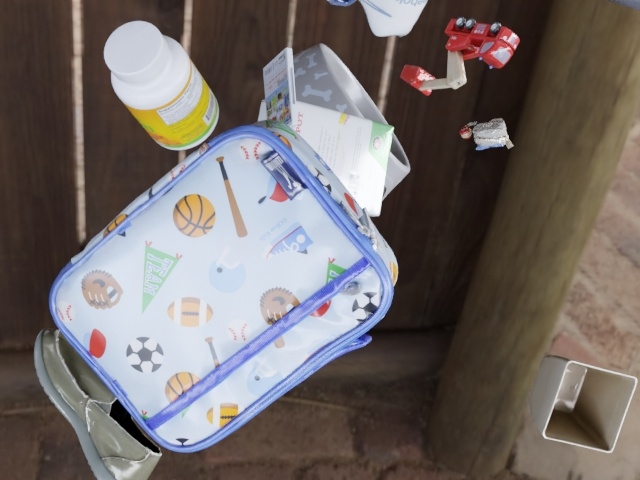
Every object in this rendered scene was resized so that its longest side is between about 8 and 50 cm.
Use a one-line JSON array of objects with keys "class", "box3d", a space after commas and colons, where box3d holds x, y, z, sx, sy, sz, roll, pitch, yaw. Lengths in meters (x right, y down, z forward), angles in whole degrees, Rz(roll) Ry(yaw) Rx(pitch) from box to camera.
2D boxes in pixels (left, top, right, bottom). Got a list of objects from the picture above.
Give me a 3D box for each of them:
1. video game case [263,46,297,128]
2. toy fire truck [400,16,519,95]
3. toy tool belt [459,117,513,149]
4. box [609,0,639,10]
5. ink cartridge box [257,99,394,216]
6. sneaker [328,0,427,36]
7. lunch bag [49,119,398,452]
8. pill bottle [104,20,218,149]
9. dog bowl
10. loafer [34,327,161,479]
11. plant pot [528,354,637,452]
[{"class": "video game case", "box3d": [-0.061, -0.218, 1.537, 0.011, 0.087, 0.122, 3, 75, -28]}, {"class": "toy fire truck", "box3d": [0.231, -0.302, 1.700, 0.047, 0.135, 0.192, 28, 0, -38]}, {"class": "toy tool belt", "box3d": [0.278, -0.170, 1.708, 0.083, 0.051, 0.052, -5, 38, 37]}, {"class": "box", "box3d": [0.287, -0.270, 0.738, 0.231, 0.056, 0.183, -47, 34, 1]}, {"class": "ink cartridge box", "box3d": [0.000, -0.131, 1.639, 0.213, 0.154, 0.093, 9, 0, -37]}, {"class": "sneaker", "box3d": [0.003, -0.295, 0.939, 0.111, 0.129, 0.297, -10, 44, -33]}, {"class": "lunch bag", "box3d": [-0.081, 0.045, 0.964, 0.243, 0.303, 0.115, 52, 13, -3]}, {"class": "pill bottle", "box3d": [-0.274, -0.266, 1.741, 0.137, 0.245, 0.136, -5, 68, 12]}, {"class": "dog bowl", "box3d": [0.050, -0.234, 1.991, 0.102, 0.349, 0.348, -35, 38, 12]}, {"class": "loafer", "box3d": [-0.282, 0.209, 1.322, 0.251, 0.087, 0.094, 55, 9, 15]}, {"class": "plant pot", "box3d": [0.344, 0.210, 1.381, 0.109, 0.109, 0.096, 15, 7, -16]}]
